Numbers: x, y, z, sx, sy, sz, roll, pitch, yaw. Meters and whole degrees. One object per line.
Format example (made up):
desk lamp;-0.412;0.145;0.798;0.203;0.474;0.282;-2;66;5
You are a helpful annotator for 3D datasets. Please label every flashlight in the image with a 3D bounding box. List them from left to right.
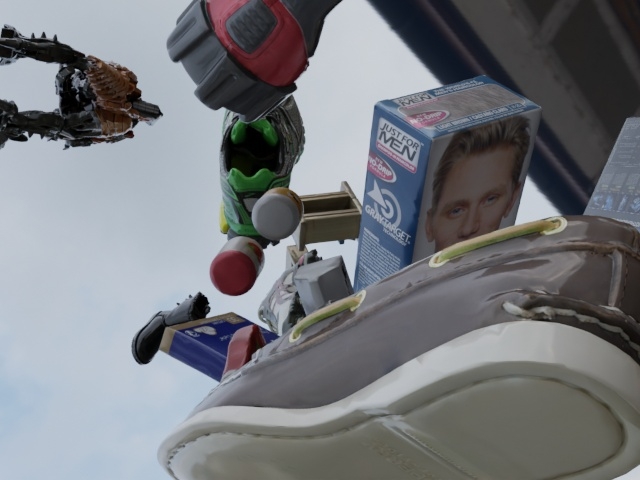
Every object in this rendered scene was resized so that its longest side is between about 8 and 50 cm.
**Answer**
flashlight;0.024;-0.204;0.618;0.304;0.103;0.103;-36;-37;30

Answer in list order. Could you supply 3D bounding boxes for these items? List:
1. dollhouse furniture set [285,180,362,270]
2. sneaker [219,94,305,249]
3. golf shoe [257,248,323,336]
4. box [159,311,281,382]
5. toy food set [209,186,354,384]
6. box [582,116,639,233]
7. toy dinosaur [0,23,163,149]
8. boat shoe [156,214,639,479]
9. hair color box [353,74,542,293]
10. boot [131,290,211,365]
dollhouse furniture set;0.000;0.000;1.714;0.130;0.129;0.183;-7;-53;-16
sneaker;-0.084;-0.155;1.355;0.134;0.343;0.146;1;-42;-4
golf shoe;-0.037;0.120;1.396;0.120;0.273;0.105;-32;-75;16
box;-0.051;0.147;1.010;0.136;0.225;0.036;-7;-60;-63
toy food set;-0.026;0.080;0.738;0.111;0.104;0.232;-16;-78;9
box;0.433;-0.068;1.152;0.059;0.233;0.183;24;-89;-11
toy dinosaur;-0.308;-0.195;1.171;0.219;0.164;0.322;8;-27;-18
boat shoe;0.027;0.079;0.467;0.117;0.324;0.096;39;-129;-19
hair color box;0.145;-0.013;1.113;0.174;0.105;0.347;-19;-49;-30
boot;-0.221;0.129;1.348;0.045;0.099;0.121;57;-151;-20
